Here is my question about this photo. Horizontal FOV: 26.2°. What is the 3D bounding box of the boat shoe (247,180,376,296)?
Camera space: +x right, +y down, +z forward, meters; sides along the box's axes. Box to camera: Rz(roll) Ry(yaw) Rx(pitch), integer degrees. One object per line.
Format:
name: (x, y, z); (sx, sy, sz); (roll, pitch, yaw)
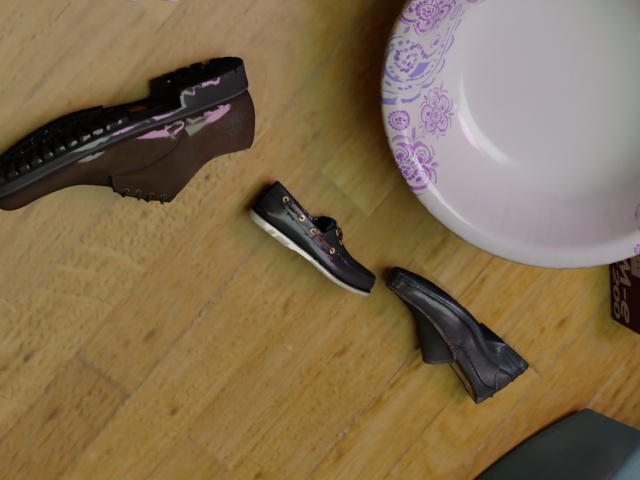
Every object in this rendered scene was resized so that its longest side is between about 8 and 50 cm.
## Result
boat shoe: (0.000, 0.001, 1.167); (0.133, 0.049, 0.042); (38, 96, -21)

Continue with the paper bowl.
paper bowl: (0.199, -0.131, 1.117); (0.284, 0.148, 0.284); (5, 113, 12)

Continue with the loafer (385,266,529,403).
loafer: (0.114, 0.087, 1.231); (0.170, 0.062, 0.061); (40, 92, -24)

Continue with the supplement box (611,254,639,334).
supplement box: (0.396, 0.002, 1.311); (0.239, 0.073, 0.130); (-12, 109, -19)

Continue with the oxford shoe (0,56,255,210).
oxford shoe: (-0.151, -0.061, 1.074); (0.227, 0.083, 0.096); (-21, 115, -14)

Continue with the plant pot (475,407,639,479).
plant pot: (0.230, 0.285, 1.281); (0.234, 0.166, 0.165); (-47, 116, -13)
